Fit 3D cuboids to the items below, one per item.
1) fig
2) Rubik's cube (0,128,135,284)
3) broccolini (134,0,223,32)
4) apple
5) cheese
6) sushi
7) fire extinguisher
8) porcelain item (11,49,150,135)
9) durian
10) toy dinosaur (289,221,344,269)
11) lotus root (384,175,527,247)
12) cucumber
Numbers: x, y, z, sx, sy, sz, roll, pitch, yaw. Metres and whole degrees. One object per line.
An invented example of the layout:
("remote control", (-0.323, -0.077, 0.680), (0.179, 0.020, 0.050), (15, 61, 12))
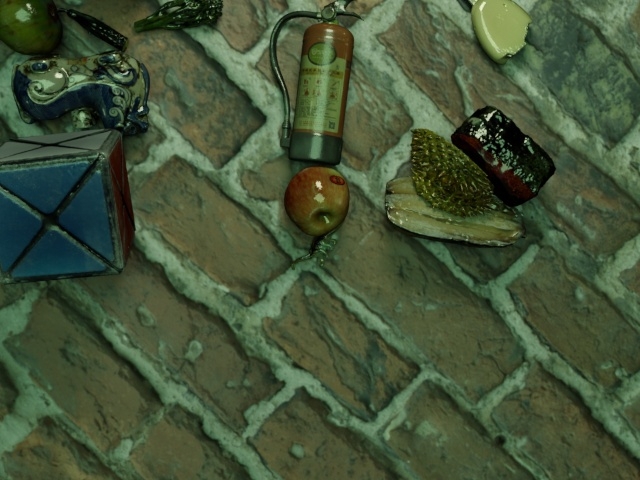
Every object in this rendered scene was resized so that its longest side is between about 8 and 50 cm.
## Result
("fig", (-0.675, -0.447, 1.796), (0.245, 0.149, 0.149), (-19, 92, 16))
("Rubik's cube", (-0.528, -0.077, 1.701), (0.260, 0.255, 0.259), (-4, 108, -6))
("broccolini", (-0.309, -0.492, 1.827), (0.203, 0.068, 0.091), (-23, 111, -2))
("apple", (-0.006, -0.084, 1.807), (0.146, 0.146, 0.130), (-22, 50, -3))
("cheese", (0.372, -0.525, 1.872), (0.127, 0.050, 0.255), (-38, 93, -2))
("sushi", (0.402, -0.189, 1.832), (0.126, 0.136, 0.225), (-42, 92, -6))
("fire extinguisher", (-0.022, -0.359, 1.820), (0.200, 0.113, 0.375), (9, 91, -3))
("porcelain item", (-0.510, -0.312, 1.795), (0.288, 0.138, 0.186), (-6, 108, -8))
("durian", (0.280, -0.158, 1.816), (0.252, 0.139, 0.144), (33, 126, 13))
("toy dinosaur", (0.010, 0.011, 1.866), (0.058, 0.037, 0.180), (43, 89, -8))
("lotus root", (0.293, -0.050, 1.857), (0.330, 0.078, 0.167), (13, 60, -6))
("cucumber", (-0.498, -0.467, 1.831), (0.163, 0.043, 0.039), (31, 131, 0))
